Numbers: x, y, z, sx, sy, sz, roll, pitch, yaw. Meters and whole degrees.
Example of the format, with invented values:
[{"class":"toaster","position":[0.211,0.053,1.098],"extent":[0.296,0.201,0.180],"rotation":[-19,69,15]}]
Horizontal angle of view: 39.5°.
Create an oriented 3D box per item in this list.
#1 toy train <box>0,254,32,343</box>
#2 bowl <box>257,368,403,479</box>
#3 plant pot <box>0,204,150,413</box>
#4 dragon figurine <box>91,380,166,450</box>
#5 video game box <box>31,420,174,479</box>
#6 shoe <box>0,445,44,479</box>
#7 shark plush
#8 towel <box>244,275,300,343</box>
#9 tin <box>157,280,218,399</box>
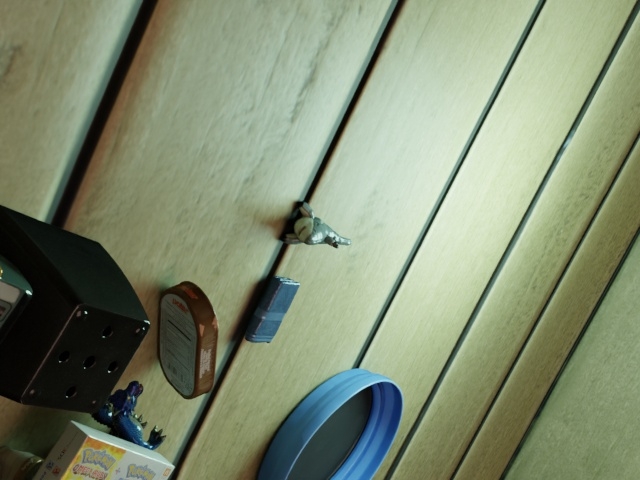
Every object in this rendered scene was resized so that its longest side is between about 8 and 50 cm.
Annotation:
[{"class":"toy train","position":[-0.436,0.115,0.871],"extent":[0.190,0.142,0.334],"rotation":[34,89,-43]},{"class":"bowl","position":[0.020,0.438,1.856],"extent":[0.391,0.077,0.391],"rotation":[-34,142,-33]},{"class":"plant pot","position":[-0.314,0.098,1.027],"extent":[0.188,0.167,0.187],"rotation":[-58,148,2]},{"class":"dragon figurine","position":[-0.316,0.324,1.289],"extent":[0.144,0.085,0.289],"rotation":[20,96,-55]},{"class":"video game box","position":[-0.312,0.354,1.198],"extent":[0.187,0.048,0.205],"rotation":[-60,146,-9]},{"class":"shoe","position":[-0.410,0.363,1.237],"extent":[0.076,0.058,0.219],"rotation":[-52,158,-48]},{"class":"shark plush","position":[0.000,0.000,1.459],"extent":[0.073,0.067,0.161],"rotation":[-56,148,-2]},{"class":"towel","position":[-0.083,0.115,1.482],"extent":[0.067,0.029,0.119],"rotation":[13,107,-57]},{"class":"tin","position":[-0.193,0.147,1.288],"extent":[0.040,0.106,0.190],"rotation":[-25,135,-40]}]
